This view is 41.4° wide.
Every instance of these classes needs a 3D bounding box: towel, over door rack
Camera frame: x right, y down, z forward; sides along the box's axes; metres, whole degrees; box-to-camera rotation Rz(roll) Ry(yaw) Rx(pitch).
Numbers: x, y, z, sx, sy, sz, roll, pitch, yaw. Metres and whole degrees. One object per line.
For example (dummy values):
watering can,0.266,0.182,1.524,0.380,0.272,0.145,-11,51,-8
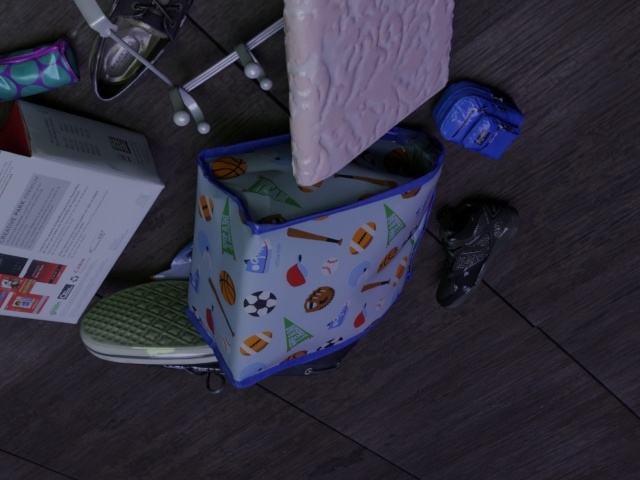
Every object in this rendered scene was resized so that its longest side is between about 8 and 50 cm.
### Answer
towel,0.068,-0.272,1.089,0.317,0.053,0.331,-40,145,-32
over door rack,-0.119,-0.261,1.046,0.240,0.108,0.324,-34,158,4

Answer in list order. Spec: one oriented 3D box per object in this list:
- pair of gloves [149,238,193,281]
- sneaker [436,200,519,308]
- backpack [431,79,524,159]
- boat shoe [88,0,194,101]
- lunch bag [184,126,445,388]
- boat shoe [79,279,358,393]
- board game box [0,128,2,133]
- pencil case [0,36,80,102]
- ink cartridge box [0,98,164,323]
pair of gloves,-0.193,0.068,1.502,0.159,0.023,0.198,-29,135,14
sneaker,0.240,0.020,1.498,0.130,0.087,0.227,15,125,-21
backpack,0.239,-0.186,1.293,0.120,0.101,0.098,21,119,-23
boat shoe,-0.222,-0.297,1.104,0.103,0.092,0.285,23,125,-29
lunch bag,0.000,0.000,1.323,0.386,0.239,0.327,-16,137,-28
boat shoe,-0.160,0.171,1.471,0.501,0.186,0.156,-1,129,-22
board game box,-0.643,-0.098,1.247,0.347,0.056,0.208,7,127,-17
pencil case,-0.407,-0.231,1.151,0.152,0.064,0.070,-13,153,1
ink cartridge box,-0.428,-0.037,1.233,0.272,0.130,0.309,13,127,-41
